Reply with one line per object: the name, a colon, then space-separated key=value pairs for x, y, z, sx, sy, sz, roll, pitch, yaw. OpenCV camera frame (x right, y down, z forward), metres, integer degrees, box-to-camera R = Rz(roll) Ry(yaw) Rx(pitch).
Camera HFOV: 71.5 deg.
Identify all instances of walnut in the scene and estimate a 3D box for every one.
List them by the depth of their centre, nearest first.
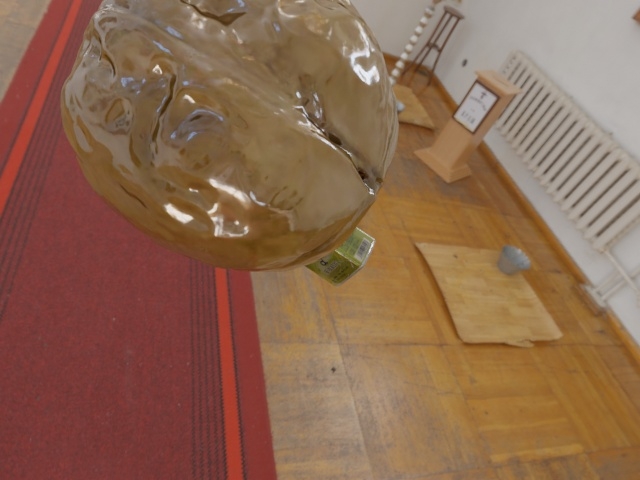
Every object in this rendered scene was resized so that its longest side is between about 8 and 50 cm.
walnut: x=-0.104 y=-0.149 z=0.546 sx=0.398 sy=0.308 sz=0.354 roll=35 pitch=75 yaw=9

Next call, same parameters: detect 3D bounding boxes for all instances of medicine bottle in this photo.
medicine bottle: x=0.000 y=0.000 z=0.931 sx=0.189 sy=0.132 sz=0.088 roll=34 pitch=55 yaw=-6
